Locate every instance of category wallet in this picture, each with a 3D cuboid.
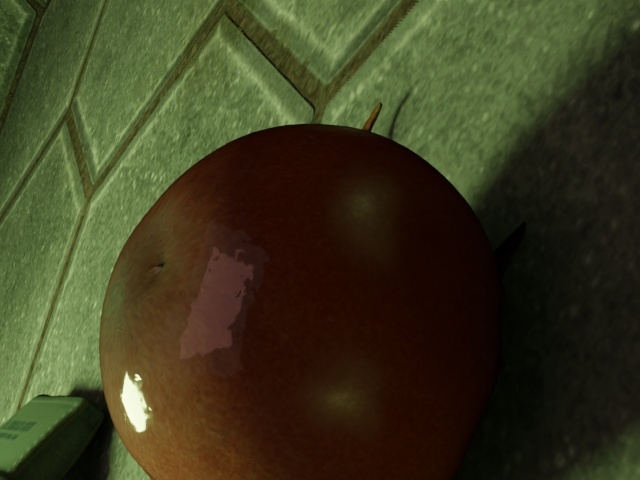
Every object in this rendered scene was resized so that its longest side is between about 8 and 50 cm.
[{"bbox_3d":[-0.406,0.312,1.291,0.360,0.083,0.252,-45,18,-28],"label":"wallet"}]

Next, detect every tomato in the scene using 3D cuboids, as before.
[{"bbox_3d":[-0.011,0.056,0.682,0.256,0.224,0.255,-32,45,39],"label":"tomato"}]

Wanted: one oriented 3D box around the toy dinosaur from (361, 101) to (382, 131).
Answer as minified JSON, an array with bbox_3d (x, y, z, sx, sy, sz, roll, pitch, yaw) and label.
[{"bbox_3d":[-0.001,0.001,0.898,0.212,0.057,0.142,-57,38,26],"label":"toy dinosaur"}]
